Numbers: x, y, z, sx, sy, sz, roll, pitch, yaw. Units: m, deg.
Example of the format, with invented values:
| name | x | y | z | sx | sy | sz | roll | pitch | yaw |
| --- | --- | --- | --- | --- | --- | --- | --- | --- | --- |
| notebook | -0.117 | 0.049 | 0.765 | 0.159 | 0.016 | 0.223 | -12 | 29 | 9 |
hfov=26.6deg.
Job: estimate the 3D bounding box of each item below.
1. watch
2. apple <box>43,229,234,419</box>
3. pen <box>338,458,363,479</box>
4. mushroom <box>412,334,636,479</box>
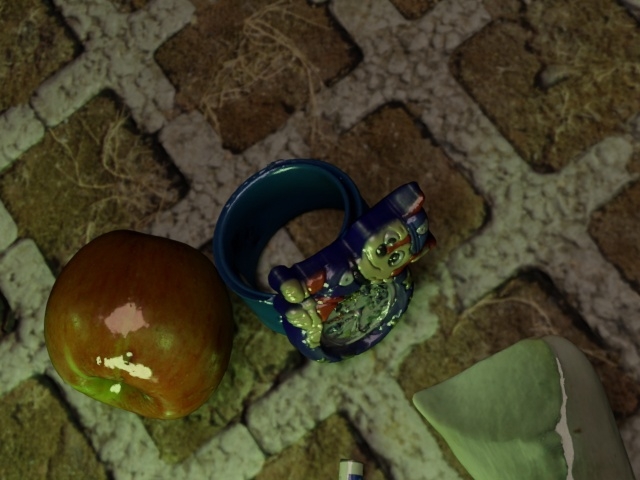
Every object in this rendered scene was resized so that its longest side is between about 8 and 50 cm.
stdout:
| name | x | y | z | sx | sy | sz | roll | pitch | yaw |
| --- | --- | --- | --- | --- | --- | --- | --- | --- | --- |
| watch | -0.004 | 0.008 | 1.389 | 0.196 | 0.171 | 0.200 | -36 | 53 | -11 |
| apple | -0.182 | 0.082 | 1.391 | 0.196 | 0.196 | 0.196 | -5 | 70 | 15 |
| pen | 0.025 | 0.317 | 1.333 | 0.025 | 0.025 | 0.204 | -2 | 71 | 16 |
| mushroom | 0.224 | 0.292 | 1.229 | 0.177 | 0.126 | 0.397 | -29 | 64 | 27 |
